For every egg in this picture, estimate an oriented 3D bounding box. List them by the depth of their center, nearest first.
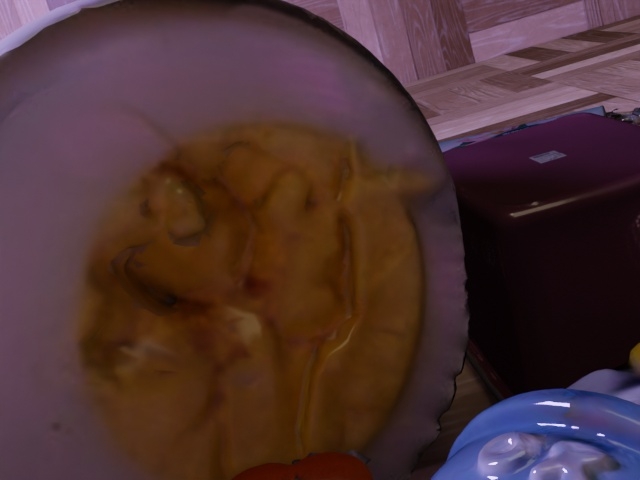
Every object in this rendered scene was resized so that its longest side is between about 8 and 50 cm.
[{"bbox_3d":[-0.114,0.015,0.653,0.354,0.355,0.340,-21,11,-17],"label":"egg"}]

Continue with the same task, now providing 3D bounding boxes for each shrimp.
[{"bbox_3d":[0.424,-0.174,1.336,0.150,0.051,0.217,-9,11,-2],"label":"shrimp"}]

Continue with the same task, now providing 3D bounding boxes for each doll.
[{"bbox_3d":[0.153,0.116,0.411,0.314,0.141,0.177,-24,14,-38],"label":"doll"}]

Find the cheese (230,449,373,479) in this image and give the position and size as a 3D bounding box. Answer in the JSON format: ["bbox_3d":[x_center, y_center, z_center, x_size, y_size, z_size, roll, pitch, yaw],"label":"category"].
[{"bbox_3d":[0.000,0.188,0.411,0.106,0.037,0.256,-8,31,-3],"label":"cheese"}]

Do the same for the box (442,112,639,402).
[{"bbox_3d":[0.192,0.010,0.695,0.193,0.168,0.294,-18,15,-1],"label":"box"}]

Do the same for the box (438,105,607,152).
[{"bbox_3d":[0.237,-0.084,1.118,0.244,0.092,0.153,-11,16,18],"label":"box"}]
